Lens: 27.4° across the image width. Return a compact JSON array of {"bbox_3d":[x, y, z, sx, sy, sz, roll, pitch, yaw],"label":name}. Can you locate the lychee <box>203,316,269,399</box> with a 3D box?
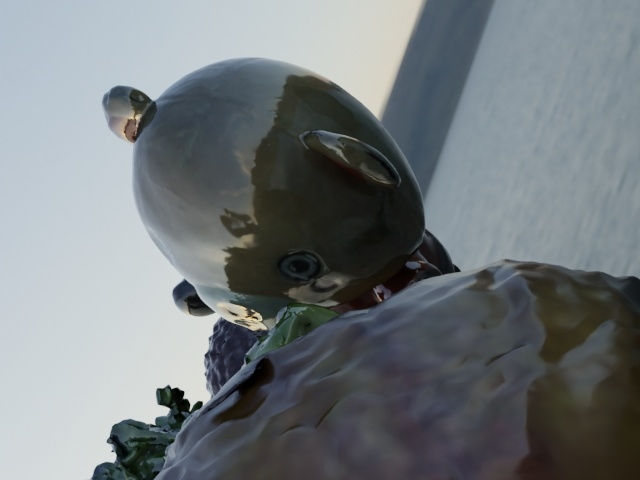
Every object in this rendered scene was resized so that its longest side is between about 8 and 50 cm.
[{"bbox_3d":[-0.007,0.153,1.490,0.260,0.260,0.260,19,-90,-87],"label":"lychee"}]

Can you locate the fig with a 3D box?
[{"bbox_3d":[0.045,0.146,0.576,0.368,0.286,0.286,-171,100,-77],"label":"fig"}]

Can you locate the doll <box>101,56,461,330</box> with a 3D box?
[{"bbox_3d":[0.000,0.000,0.906,0.174,0.235,0.330,-62,-34,-18],"label":"doll"}]

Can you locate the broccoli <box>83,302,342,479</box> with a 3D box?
[{"bbox_3d":[-0.047,0.120,0.747,0.165,0.145,0.304,-51,-3,-37],"label":"broccoli"}]
